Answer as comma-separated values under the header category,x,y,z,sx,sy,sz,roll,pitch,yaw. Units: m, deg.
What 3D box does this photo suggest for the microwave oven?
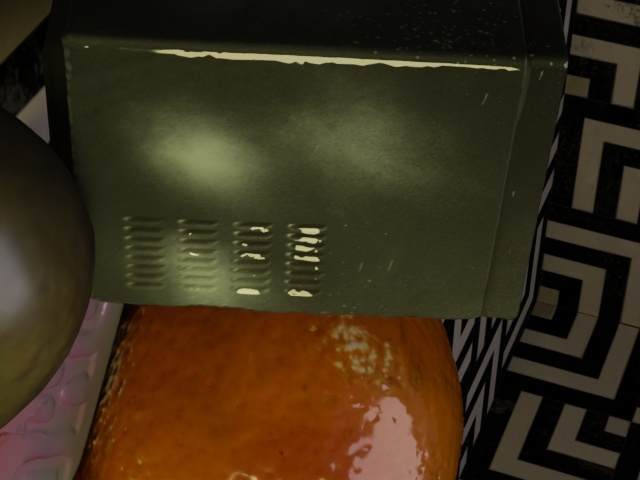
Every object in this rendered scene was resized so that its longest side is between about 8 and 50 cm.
category,x,y,z,sx,sy,sz,roll,pitch,yaw
microwave oven,-0.016,-0.180,1.177,0.432,0.374,0.236,-89,-177,-46

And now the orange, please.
category,x,y,z,sx,sy,sz,roll,pitch,yaw
orange,-0.047,0.169,1.439,0.424,0.326,0.424,-166,-90,-80

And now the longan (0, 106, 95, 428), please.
category,x,y,z,sx,sy,sz,roll,pitch,yaw
longan,-0.255,0.014,0.968,0.246,0.215,0.246,-6,103,-30

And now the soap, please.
category,x,y,z,sx,sy,sz,roll,pitch,yaw
soap,-0.245,0.102,1.244,0.193,0.109,0.324,17,88,-75
